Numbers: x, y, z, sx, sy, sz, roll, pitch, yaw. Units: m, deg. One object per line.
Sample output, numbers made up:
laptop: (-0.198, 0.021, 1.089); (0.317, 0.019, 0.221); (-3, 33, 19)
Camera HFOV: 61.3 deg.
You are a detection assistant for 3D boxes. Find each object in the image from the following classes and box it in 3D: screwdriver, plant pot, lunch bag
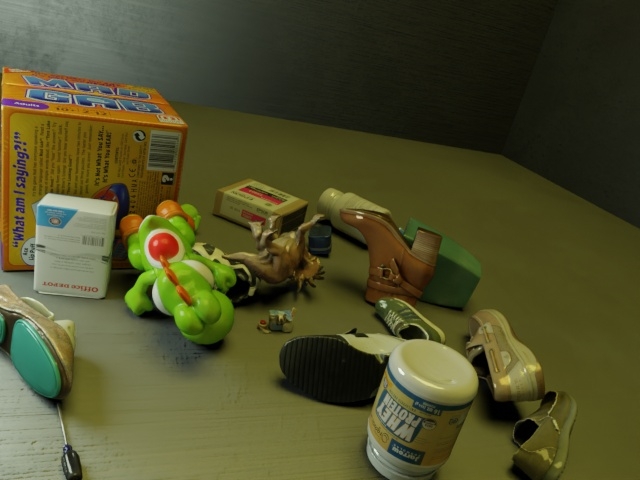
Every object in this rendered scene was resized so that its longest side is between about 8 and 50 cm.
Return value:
screwdriver: (-0.371, 0.291, 0.785); (0.024, 0.025, 0.170); (-2, 20, -33)
plant pot: (0.316, 0.074, 1.497); (0.234, 0.166, 0.165); (24, 24, 7)
lunch bag: (0.000, 0.000, 1.596); (0.067, 0.065, 0.098); (0, 24, 5)

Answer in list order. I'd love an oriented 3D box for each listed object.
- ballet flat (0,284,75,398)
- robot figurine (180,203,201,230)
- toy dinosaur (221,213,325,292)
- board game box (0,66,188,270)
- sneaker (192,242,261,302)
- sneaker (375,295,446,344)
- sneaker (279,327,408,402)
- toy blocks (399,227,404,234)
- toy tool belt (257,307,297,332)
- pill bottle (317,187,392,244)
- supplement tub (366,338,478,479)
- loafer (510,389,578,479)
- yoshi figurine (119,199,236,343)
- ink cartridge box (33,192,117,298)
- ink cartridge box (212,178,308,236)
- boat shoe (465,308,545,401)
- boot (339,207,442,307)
ballet flat: (-0.487, 0.154, 0.917); (0.315, 0.108, 0.106); (28, 19, 26)
robot figurine: (-0.385, -0.063, 1.506); (0.101, 0.067, 0.115); (11, 22, 13)
toy dinosaur: (-0.086, 0.049, 1.275); (0.127, 0.201, 0.295); (10, 21, 38)
board game box: (-0.555, -0.171, 1.284); (0.356, 0.357, 0.356); (0, 27, -31)
sneaker: (-0.248, 0.081, 1.225); (0.234, 0.094, 0.153); (20, 13, -12)
sneaker: (0.195, 0.195, 1.262); (0.192, 0.064, 0.086); (32, 24, 29)
sneaker: (0.078, 0.240, 1.062); (0.330, 0.123, 0.146); (10, 6, -9)
toy blocks: (0.251, -0.002, 1.660); (0.148, 0.054, 0.123); (47, -1, -39)
toy tool belt: (-0.094, 0.168, 1.174); (0.083, 0.051, 0.052); (3, 26, -25)
pill bottle: (0.106, -0.082, 1.758); (0.229, 0.131, 0.131); (29, 27, 31)
supplement tub: (0.159, 0.279, 0.880); (0.144, 0.200, 0.144); (12, 23, -5)
loafer: (0.414, 0.349, 1.007); (0.087, 0.095, 0.251); (27, 26, 18)
yoshi figurine: (-0.284, 0.083, 1.109); (0.202, 0.204, 0.362); (14, 25, -40)
ink cartridge box: (-0.502, 0.012, 1.111); (0.139, 0.191, 0.082); (8, 23, -16)
ink cartridge box: (-0.184, -0.104, 1.693); (0.234, 0.088, 0.193); (22, 23, 16)
boat shoe: (0.372, 0.242, 1.188); (0.110, 0.122, 0.341); (-11, 11, 1)
boot: (0.152, 0.046, 1.387); (0.283, 0.220, 0.109); (21, 13, 9)
